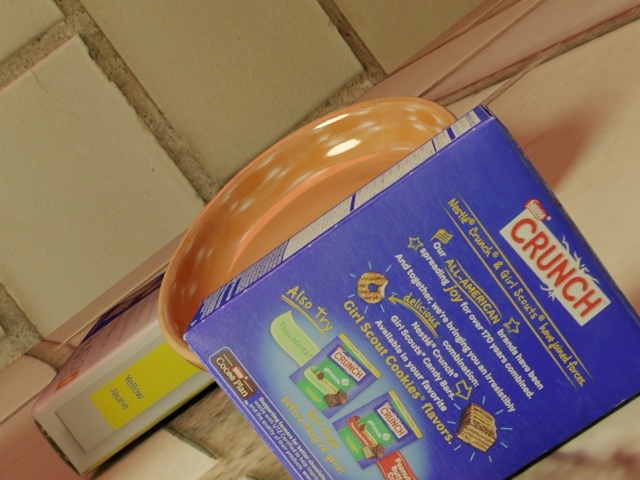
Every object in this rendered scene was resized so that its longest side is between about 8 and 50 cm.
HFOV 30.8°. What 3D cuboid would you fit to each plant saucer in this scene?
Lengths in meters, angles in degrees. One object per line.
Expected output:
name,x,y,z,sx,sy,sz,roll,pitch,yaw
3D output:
plant saucer,0.000,0.000,0.645,0.200,0.037,0.200,-27,33,19

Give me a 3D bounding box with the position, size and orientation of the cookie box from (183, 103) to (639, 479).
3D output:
cookie box,0.031,0.028,0.341,0.107,0.092,0.040,-35,11,10

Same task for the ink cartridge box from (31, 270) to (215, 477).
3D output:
ink cartridge box,-0.050,0.022,0.873,0.307,0.072,0.303,-34,6,3
